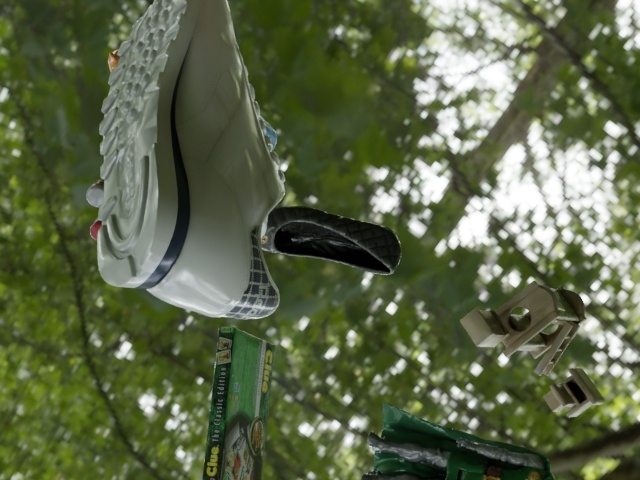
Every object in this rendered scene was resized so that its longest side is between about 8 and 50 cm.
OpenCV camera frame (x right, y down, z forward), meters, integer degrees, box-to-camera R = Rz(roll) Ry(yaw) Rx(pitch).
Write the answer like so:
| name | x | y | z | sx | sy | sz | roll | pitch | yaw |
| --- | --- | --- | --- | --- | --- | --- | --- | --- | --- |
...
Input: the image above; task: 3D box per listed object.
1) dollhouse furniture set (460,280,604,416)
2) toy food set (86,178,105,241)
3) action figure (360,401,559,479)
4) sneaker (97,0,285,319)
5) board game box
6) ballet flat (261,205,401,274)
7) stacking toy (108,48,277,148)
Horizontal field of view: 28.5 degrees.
| name | x | y | z | sx | sy | sz | roll | pitch | yaw |
| --- | --- | --- | --- | --- | --- | --- | --- | --- | --- |
| dollhouse furniture set | 0.296 | 0.140 | 1.617 | 0.182 | 0.101 | 0.161 | 9 | -137 | -59 |
| toy food set | -0.283 | -0.004 | 2.020 | 0.232 | 0.111 | 0.104 | 29 | -156 | -5 |
| action figure | 0.162 | 0.257 | 1.361 | 0.232 | 0.137 | 0.063 | 6 | 173 | 21 |
| sneaker | -0.070 | -0.059 | 0.731 | 0.095 | 0.090 | 0.235 | 20 | -129 | -27 |
| board game box | -0.110 | 0.254 | 1.672 | 0.136 | 0.030 | 0.259 | 33 | -121 | -62 |
| ballet flat | 0.000 | 0.000 | 1.320 | 0.173 | 0.057 | 0.049 | 7 | -139 | 1 |
| stacking toy | -0.214 | -0.178 | 1.656 | 0.302 | 0.166 | 0.175 | 45 | -179 | 44 |
